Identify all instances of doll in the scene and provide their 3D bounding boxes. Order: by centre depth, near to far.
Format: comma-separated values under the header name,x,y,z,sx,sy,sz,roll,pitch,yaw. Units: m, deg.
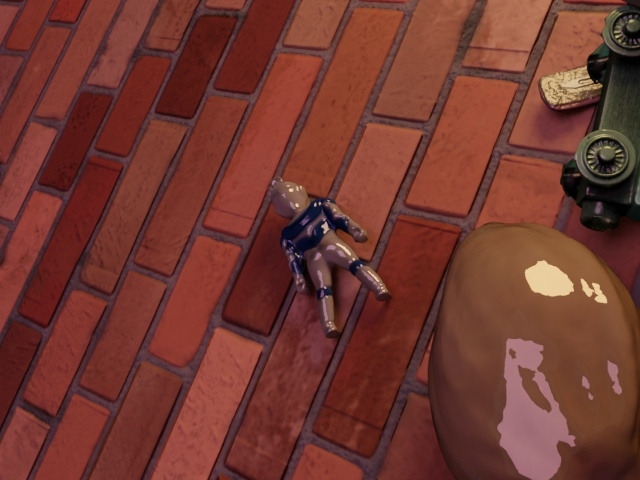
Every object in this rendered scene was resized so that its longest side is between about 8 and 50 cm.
name,x,y,z,sx,sy,sz,roll,pitch,yaw
doll,0.000,0.000,1.032,0.114,0.057,0.227,-41,61,19

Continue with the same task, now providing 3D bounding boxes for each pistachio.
name,x,y,z,sx,sy,sz,roll,pitch,yaw
pistachio,0.196,0.115,0.766,0.226,0.208,0.331,112,157,-51

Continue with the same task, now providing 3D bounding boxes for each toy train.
name,x,y,z,sx,sy,sz,roll,pitch,yaw
toy train,0.332,-0.120,0.836,0.159,0.101,0.248,14,80,14

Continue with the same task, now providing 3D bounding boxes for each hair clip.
name,x,y,z,sx,sy,sz,roll,pitch,yaw
hair clip,0.307,-0.181,0.925,0.137,0.022,0.054,-21,59,16

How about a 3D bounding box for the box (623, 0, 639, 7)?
name,x,y,z,sx,sy,sz,roll,pitch,yaw
box,0.406,-0.278,0.778,0.243,0.135,0.163,32,53,30
